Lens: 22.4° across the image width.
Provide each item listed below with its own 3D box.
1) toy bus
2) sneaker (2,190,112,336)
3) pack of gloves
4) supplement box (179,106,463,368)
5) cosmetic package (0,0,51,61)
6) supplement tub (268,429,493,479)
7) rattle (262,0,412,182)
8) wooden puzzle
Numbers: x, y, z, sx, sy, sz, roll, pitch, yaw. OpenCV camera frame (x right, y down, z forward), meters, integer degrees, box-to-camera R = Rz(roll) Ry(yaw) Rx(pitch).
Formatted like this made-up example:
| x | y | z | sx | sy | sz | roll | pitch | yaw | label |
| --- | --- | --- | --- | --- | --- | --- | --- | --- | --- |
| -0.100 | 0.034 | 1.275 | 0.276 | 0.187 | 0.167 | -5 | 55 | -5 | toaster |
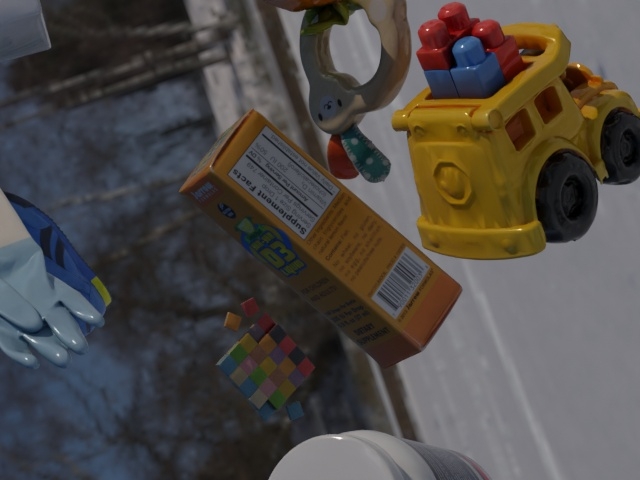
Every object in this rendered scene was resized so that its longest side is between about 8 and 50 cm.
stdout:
| x | y | z | sx | sy | sz | roll | pitch | yaw | label |
| --- | --- | --- | --- | --- | --- | --- | --- | --- | --- |
| 0.166 | -0.117 | 1.400 | 0.149 | 0.220 | 0.211 | 2 | 122 | 46 | toy bus |
| -0.335 | 0.033 | 1.922 | 0.209 | 0.069 | 0.082 | 53 | -126 | -25 | sneaker |
| -0.280 | 0.054 | 1.169 | 0.232 | 0.195 | 0.046 | 44 | 143 | 39 | pack of gloves |
| 0.000 | 0.000 | 1.326 | 0.233 | 0.080 | 0.078 | 42 | 152 | -8 | supplement box |
| -0.422 | -0.259 | 1.758 | 0.225 | 0.224 | 0.138 | 146 | 107 | -83 | cosmetic package |
| 0.074 | 0.310 | 1.771 | 0.272 | 0.191 | 0.191 | 24 | -137 | -58 | supplement tub |
| 0.003 | -0.138 | 1.466 | 0.143 | 0.130 | 0.199 | -29 | -44 | -61 | rattle |
| -0.035 | 0.080 | 1.030 | 0.083 | 0.049 | 0.006 | 50 | 154 | -14 | wooden puzzle |
